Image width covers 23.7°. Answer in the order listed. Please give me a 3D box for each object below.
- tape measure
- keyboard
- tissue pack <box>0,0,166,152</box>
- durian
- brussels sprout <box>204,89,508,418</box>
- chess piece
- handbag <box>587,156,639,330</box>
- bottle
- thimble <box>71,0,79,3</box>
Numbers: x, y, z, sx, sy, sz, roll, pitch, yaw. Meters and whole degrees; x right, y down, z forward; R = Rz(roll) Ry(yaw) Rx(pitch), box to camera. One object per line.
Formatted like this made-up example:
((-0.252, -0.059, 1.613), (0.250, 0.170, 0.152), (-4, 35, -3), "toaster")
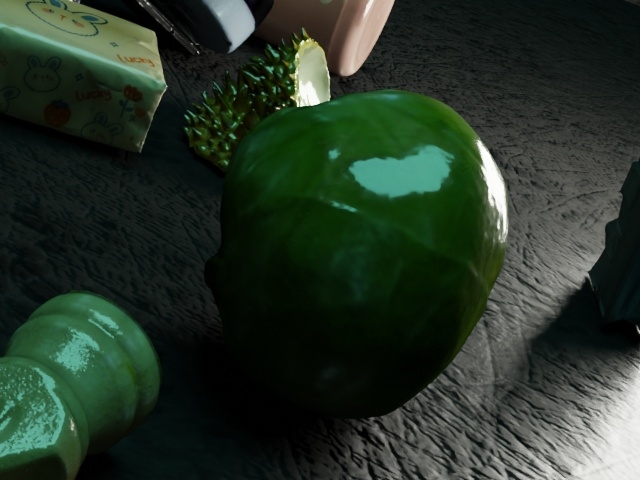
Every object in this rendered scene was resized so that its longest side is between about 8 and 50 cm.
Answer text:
((-0.143, -0.291, 1.690), (0.182, 0.107, 0.181), (47, -11, -26), "tape measure")
((-0.210, -0.267, 1.619), (0.087, 0.017, 0.250), (36, -3, 30), "keyboard")
((-0.244, -0.162, 1.352), (0.196, 0.092, 0.148), (16, 22, -18), "tissue pack")
((-0.048, -0.112, 1.475), (0.139, 0.144, 0.252), (61, 11, -7), "durian")
((0.023, 0.009, 1.042), (0.244, 0.244, 0.244), (21, 20, -8), "brussels sprout")
((-0.168, 0.107, 0.798), (0.090, 0.090, 0.200), (28, 31, 12), "chess piece")
((0.325, -0.033, 1.453), (0.062, 0.229, 0.179), (18, 20, -3), "handbag")
((-0.065, -0.330, 1.858), (0.297, 0.173, 0.206), (27, 29, 7), "bottle")
((-0.291, -0.257, 1.535), (0.066, 0.095, 0.104), (-3, 47, -46), "thimble")
